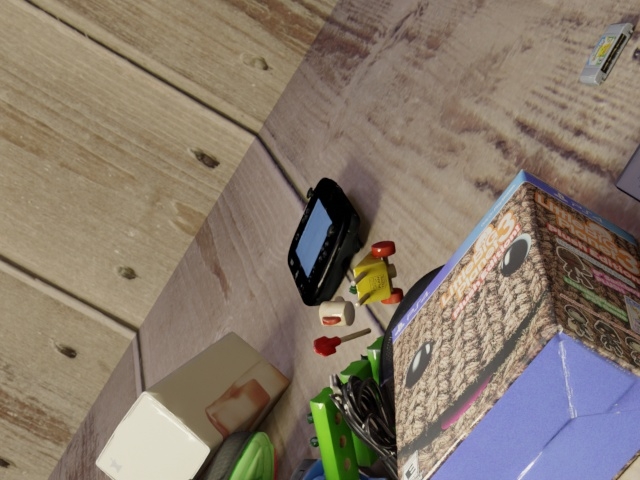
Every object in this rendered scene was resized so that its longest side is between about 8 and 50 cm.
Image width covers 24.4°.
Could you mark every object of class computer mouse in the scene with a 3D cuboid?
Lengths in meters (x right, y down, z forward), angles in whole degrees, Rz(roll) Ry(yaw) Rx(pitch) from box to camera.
[{"bbox_3d":[0.102,0.135,1.599,0.072,0.188,0.272,-11,37,43],"label":"computer mouse"}]

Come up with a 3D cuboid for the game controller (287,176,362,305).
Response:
[{"bbox_3d":[0.000,0.000,2.416,0.166,0.067,0.319,-58,14,8],"label":"game controller"}]

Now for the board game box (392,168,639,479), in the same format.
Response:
[{"bbox_3d":[0.190,0.114,1.373,0.232,0.141,0.291,-53,16,24],"label":"board game box"}]

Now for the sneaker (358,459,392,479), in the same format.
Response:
[{"bbox_3d":[0.064,0.238,1.759,0.071,0.066,0.188,-45,18,-8],"label":"sneaker"}]

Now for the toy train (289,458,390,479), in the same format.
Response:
[{"bbox_3d":[0.029,0.292,1.644,0.080,0.105,0.184,-64,14,-15],"label":"toy train"}]

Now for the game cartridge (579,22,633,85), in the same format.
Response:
[{"bbox_3d":[0.343,-0.225,1.781,0.083,0.017,0.056,-60,10,-1],"label":"game cartridge"}]

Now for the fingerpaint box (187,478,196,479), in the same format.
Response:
[{"bbox_3d":[-0.126,0.518,1.396,0.371,0.163,0.445,-53,30,16],"label":"fingerpaint box"}]

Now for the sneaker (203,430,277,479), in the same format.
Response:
[{"bbox_3d":[-0.233,0.432,1.929,0.483,0.202,0.185,-52,-21,-12],"label":"sneaker"}]

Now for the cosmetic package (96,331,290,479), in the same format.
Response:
[{"bbox_3d":[-0.180,0.264,2.164,0.153,0.129,0.296,-54,-9,25],"label":"cosmetic package"}]

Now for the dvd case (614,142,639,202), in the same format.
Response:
[{"bbox_3d":[0.373,-0.098,1.396,0.179,0.029,0.238,-58,14,8],"label":"dvd case"}]

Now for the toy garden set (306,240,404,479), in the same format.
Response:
[{"bbox_3d":[0.039,0.129,1.609,0.049,0.204,0.244,-1,19,29],"label":"toy garden set"}]
